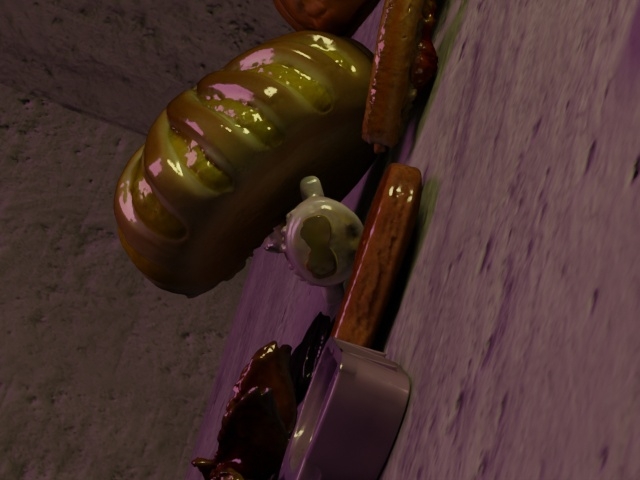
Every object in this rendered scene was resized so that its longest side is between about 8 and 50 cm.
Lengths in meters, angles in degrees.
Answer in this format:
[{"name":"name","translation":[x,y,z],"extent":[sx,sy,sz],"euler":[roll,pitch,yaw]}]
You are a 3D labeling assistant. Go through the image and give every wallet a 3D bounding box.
[{"name":"wallet","translation":[-0.018,0.127,1.808],"extent":[0.157,0.018,0.082],"euler":[120,169,-66]}]

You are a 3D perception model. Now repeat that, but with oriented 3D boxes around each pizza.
[{"name":"pizza","translation":[0.082,-0.170,1.700],"extent":[0.199,0.062,0.188],"euler":[11,-88,-87]}]

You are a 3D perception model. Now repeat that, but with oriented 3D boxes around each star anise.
[{"name":"star anise","translation":[-0.086,0.233,1.735],"extent":[0.288,0.088,0.288],"euler":[-160,90,-83]}]

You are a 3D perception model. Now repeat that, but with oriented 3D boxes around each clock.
[{"name":"clock","translation":[0.015,0.127,1.190],"extent":[0.153,0.050,0.110],"euler":[-135,66,-86]}]

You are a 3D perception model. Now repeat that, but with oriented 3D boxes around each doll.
[{"name":"doll","translation":[0.000,0.000,1.751],"extent":[0.207,0.081,0.129],"euler":[-156,53,-86]}]

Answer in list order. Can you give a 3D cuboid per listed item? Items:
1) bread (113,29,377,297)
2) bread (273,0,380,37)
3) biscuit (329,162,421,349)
[{"name":"bread","translation":[-0.070,-0.096,1.831],"extent":[0.333,0.160,0.333],"euler":[-40,-15,-13]},{"name":"bread","translation":[0.059,-0.372,1.898],"extent":[0.337,0.148,0.328],"euler":[-53,3,-6]},{"name":"biscuit","translation":[0.040,0.031,1.417],"extent":[0.186,0.036,0.192],"euler":[128,162,-84]}]
